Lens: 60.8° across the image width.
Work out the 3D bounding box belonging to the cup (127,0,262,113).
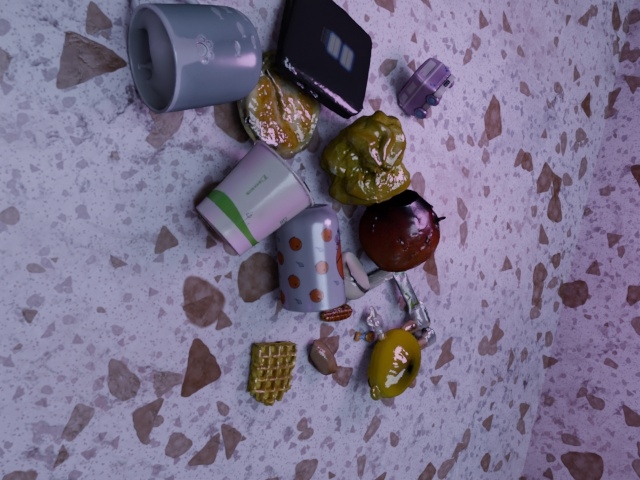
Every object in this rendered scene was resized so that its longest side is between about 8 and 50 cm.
[{"bbox_3d":[-0.337,-0.517,1.422,0.274,0.259,0.356,-18,76,-38],"label":"cup"}]

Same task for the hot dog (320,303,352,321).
[{"bbox_3d":[0.058,0.261,1.960,0.144,0.038,0.062,-3,98,-39],"label":"hot dog"}]

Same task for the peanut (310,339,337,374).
[{"bbox_3d":[0.009,0.411,1.918,0.076,0.076,0.152,-41,115,-28],"label":"peanut"}]

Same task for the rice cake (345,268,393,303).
[{"bbox_3d":[0.175,0.160,2.037,0.256,0.052,0.057,-24,79,-35],"label":"rice cake"}]

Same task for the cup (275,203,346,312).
[{"bbox_3d":[-0.037,0.048,1.743,0.212,0.212,0.317,-13,103,-38],"label":"cup"}]

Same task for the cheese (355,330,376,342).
[{"bbox_3d":[0.173,0.367,2.084,0.111,0.017,0.047,8,88,-40],"label":"cheese"}]

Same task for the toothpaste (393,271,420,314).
[{"bbox_3d":[0.320,0.165,2.126,0.078,0.047,0.248,-30,97,-42],"label":"toothpaste"}]

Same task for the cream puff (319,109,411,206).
[{"bbox_3d":[0.178,-0.267,1.804,0.323,0.274,0.270,-30,71,-28],"label":"cream puff"}]

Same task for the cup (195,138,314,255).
[{"bbox_3d":[-0.193,-0.109,1.561,0.274,0.253,0.253,-44,122,-9],"label":"cup"}]

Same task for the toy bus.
[{"bbox_3d":[0.388,-0.560,2.029,0.142,0.202,0.142,40,67,-2],"label":"toy bus"}]

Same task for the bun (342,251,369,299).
[{"bbox_3d":[0.086,0.131,1.909,0.173,0.120,0.173,48,24,-30],"label":"bun"}]

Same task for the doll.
[{"bbox_3d":[0.312,0.409,2.117,0.423,0.161,0.348,-3,81,-42],"label":"doll"}]

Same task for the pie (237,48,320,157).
[{"bbox_3d":[-0.126,-0.424,1.694,0.339,0.077,0.339,-1,91,-45],"label":"pie"}]

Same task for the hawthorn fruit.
[{"bbox_3d":[0.275,-0.039,1.949,0.316,0.316,0.316,-6,100,-39],"label":"hawthorn fruit"}]

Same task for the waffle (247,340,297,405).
[{"bbox_3d":[-0.162,0.440,1.791,0.160,0.055,0.211,8,92,-41],"label":"waffle"}]

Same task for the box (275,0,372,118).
[{"bbox_3d":[0.017,-0.601,1.733,0.350,0.091,0.359,27,61,-37],"label":"box"}]
